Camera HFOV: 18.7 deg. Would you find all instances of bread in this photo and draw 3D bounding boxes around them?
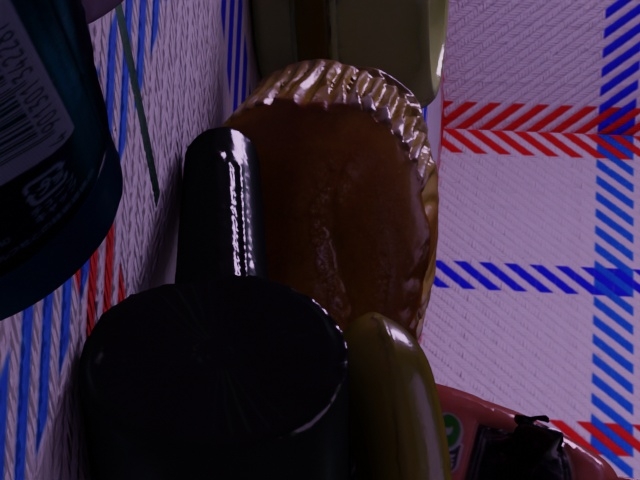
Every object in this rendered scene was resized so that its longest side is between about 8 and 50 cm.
[{"bbox_3d":[0.000,0.000,1.108,0.114,0.132,0.191,-64,153,-70],"label":"bread"}]

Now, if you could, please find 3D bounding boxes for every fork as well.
[{"bbox_3d":[-0.089,-0.094,0.798,0.235,0.021,0.039,87,13,-48],"label":"fork"}]

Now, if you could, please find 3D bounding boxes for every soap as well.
[{"bbox_3d":[0.034,0.102,0.878,0.089,0.045,0.140,161,-78,-84],"label":"soap"}]

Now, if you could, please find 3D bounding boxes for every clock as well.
[{"bbox_3d":[0.028,-0.213,1.319,0.348,0.117,0.286,-78,168,-53],"label":"clock"}]

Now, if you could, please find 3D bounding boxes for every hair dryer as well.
[{"bbox_3d":[-0.044,0.083,0.953,0.302,0.116,0.244,-90,-179,-51],"label":"hair dryer"}]

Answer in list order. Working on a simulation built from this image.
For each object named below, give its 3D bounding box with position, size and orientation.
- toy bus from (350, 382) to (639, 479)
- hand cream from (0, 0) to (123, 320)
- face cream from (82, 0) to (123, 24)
[{"bbox_3d":[0.048,0.288,1.076,0.203,0.233,0.427,85,18,-46],"label":"toy bus"},{"bbox_3d":[-0.099,-0.035,0.395,0.270,0.120,0.061,80,-14,-77],"label":"hand cream"},{"bbox_3d":[-0.080,-0.165,0.413,0.274,0.154,0.096,92,-18,-53],"label":"face cream"}]
